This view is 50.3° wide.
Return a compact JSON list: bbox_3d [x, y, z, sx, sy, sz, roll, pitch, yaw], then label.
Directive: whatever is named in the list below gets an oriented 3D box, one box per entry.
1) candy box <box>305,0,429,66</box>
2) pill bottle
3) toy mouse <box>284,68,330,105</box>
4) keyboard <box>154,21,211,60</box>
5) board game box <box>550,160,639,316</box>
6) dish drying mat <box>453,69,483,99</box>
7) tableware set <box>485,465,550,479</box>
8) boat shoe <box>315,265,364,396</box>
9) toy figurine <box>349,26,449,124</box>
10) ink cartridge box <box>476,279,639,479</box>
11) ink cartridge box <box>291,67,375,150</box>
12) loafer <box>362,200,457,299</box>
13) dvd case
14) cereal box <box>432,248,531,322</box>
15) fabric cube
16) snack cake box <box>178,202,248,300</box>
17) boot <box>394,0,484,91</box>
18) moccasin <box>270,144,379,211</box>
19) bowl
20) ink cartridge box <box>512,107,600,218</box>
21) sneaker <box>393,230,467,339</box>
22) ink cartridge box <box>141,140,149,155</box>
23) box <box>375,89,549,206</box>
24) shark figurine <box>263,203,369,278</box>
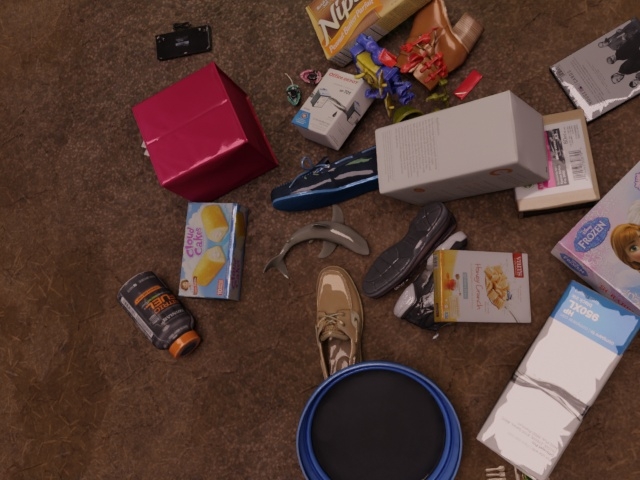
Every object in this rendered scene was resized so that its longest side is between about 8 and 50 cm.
[{"bbox_3d":[0.126,-0.635,1.821,0.317,0.088,0.182,-32,68,30],"label":"candy box"},{"bbox_3d":[-0.438,0.211,1.877,0.130,0.130,0.245,-46,73,5],"label":"pill bottle"},{"bbox_3d":[-0.044,-0.429,1.920,0.143,0.031,0.161,35,91,18],"label":"toy mouse"},{"bbox_3d":[-0.416,-0.611,2.064,0.180,0.023,0.108,-7,86,14],"label":"keyboard"},{"bbox_3d":[0.753,0.020,1.543,0.319,0.066,0.318,-42,71,-16],"label":"board game box"},{"bbox_3d":[0.390,-0.412,1.803,0.032,0.008,0.083,42,94,19],"label":"dish drying mat"},{"bbox_3d":[0.469,0.585,1.608,0.154,0.024,0.103,-9,79,14],"label":"tableware set"},{"bbox_3d":[0.048,0.228,1.743,0.122,0.110,0.340,-12,78,15],"label":"boat shoe"},{"bbox_3d":[0.175,-0.427,1.705,0.191,0.362,0.217,-42,64,-1],"label":"toy figurine"},{"bbox_3d":[0.519,0.306,1.502,0.166,0.285,0.394,31,90,20],"label":"ink cartridge box"},{"bbox_3d":[0.036,-0.353,1.825,0.140,0.082,0.190,27,80,39],"label":"ink cartridge box"},{"bbox_3d":[0.234,0.041,1.732,0.302,0.095,0.109,-50,37,6],"label":"loafer"},{"bbox_3d":[0.724,-0.423,1.698,0.239,0.029,0.179,-30,74,10],"label":"dvd case"},{"bbox_3d":[0.388,0.112,1.637,0.240,0.047,0.172,2,81,-16],"label":"cereal box"},{"bbox_3d":[-0.309,-0.282,1.856,0.258,0.254,0.259,-27,74,11],"label":"fabric cube"},{"bbox_3d":[-0.296,0.031,1.887,0.152,0.089,0.264,2,81,16],"label":"snack cake box"},{"bbox_3d":[0.267,-0.550,1.824,0.283,0.109,0.220,42,98,11],"label":"boot"},{"bbox_3d":[0.031,-0.167,1.820,0.342,0.137,0.116,-14,73,-1],"label":"moccasin"},{"bbox_3d":[0.139,0.476,1.637,0.392,0.077,0.390,0,95,3],"label":"bowl"},{"bbox_3d":[0.564,-0.187,1.675,0.193,0.088,0.234,-10,79,13],"label":"ink cartridge box"},{"bbox_3d":[0.314,0.117,1.696,0.153,0.101,0.268,38,93,13],"label":"sneaker"},{"bbox_3d":[-0.500,-0.293,2.031,0.048,0.028,0.083,17,86,18],"label":"ink cartridge box"},{"bbox_3d":[0.335,-0.205,1.623,0.346,0.215,0.168,-10,77,35],"label":"box"},{"bbox_3d":[-0.026,-0.010,1.805,0.278,0.116,0.166,-16,76,11],"label":"shark figurine"}]
